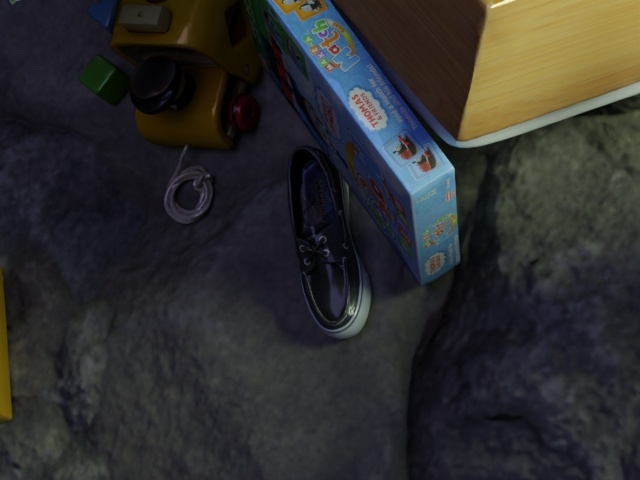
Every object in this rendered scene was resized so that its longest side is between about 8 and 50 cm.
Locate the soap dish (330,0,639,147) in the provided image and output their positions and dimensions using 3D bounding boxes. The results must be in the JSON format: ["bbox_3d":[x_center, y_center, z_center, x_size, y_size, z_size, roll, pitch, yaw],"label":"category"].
[{"bbox_3d":[0.108,-0.206,1.284,0.229,0.118,0.291,-19,52,-25],"label":"soap dish"}]

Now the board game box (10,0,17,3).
[{"bbox_3d":[-0.099,-0.318,1.407,0.308,0.302,0.086,-37,101,13],"label":"board game box"}]

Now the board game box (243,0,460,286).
[{"bbox_3d":[0.019,-0.086,1.305,0.039,0.160,0.211,-33,69,-8],"label":"board game box"}]

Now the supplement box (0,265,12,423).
[{"bbox_3d":[-0.365,0.075,1.468,0.191,0.194,0.129,-18,65,24],"label":"supplement box"}]

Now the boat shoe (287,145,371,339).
[{"bbox_3d":[0.000,0.000,1.378,0.049,0.040,0.142,-20,64,22],"label":"boat shoe"}]

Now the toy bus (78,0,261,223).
[{"bbox_3d":[-0.102,-0.151,1.453,0.191,0.104,0.202,-40,57,12],"label":"toy bus"}]
